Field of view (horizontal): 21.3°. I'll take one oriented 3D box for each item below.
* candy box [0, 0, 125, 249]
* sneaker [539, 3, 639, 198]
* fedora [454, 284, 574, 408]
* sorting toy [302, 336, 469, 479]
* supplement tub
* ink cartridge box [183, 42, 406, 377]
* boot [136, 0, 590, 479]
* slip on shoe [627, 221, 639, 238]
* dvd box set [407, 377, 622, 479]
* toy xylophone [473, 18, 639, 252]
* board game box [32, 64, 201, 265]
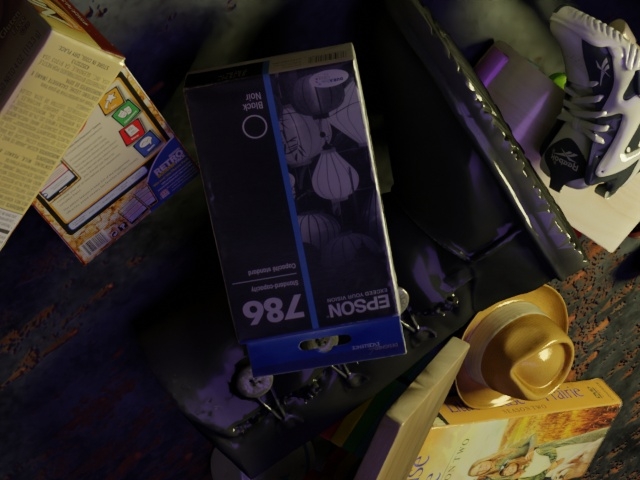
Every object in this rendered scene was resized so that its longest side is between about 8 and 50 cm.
[{"bbox_3d":[-0.310,-0.074,1.374,0.087,0.183,0.316,20,111,-47],"label":"candy box"},{"bbox_3d":[0.273,-0.127,1.753,0.153,0.094,0.235,-51,139,-1],"label":"sneaker"},{"bbox_3d":[0.256,0.145,2.129,0.194,0.079,0.194,-19,124,-31],"label":"fedora"},{"bbox_3d":[0.049,0.243,1.944,0.255,0.089,0.257,-38,154,-63],"label":"sorting toy"},{"bbox_3d":[-0.066,0.259,1.985,0.107,0.071,0.071,-9,131,-35],"label":"supplement tub"},{"bbox_3d":[-0.018,-0.013,1.632,0.165,0.065,0.333,-11,113,3],"label":"ink cartridge box"},{"bbox_3d":[0.001,0.002,1.750,0.445,0.146,0.367,-30,112,10],"label":"boot"},{"bbox_3d":[0.425,-0.126,2.021,0.101,0.123,0.331,-13,138,-27],"label":"slip on shoe"},{"bbox_3d":[0.190,0.333,2.281,0.420,0.062,0.308,-1,125,-40],"label":"dvd box set"},{"bbox_3d":[0.294,-0.114,1.886,0.236,0.081,0.322,-44,129,6],"label":"toy xylophone"},{"bbox_3d":[-0.211,-0.082,1.563,0.147,0.045,0.193,-39,141,-5],"label":"board game box"}]
